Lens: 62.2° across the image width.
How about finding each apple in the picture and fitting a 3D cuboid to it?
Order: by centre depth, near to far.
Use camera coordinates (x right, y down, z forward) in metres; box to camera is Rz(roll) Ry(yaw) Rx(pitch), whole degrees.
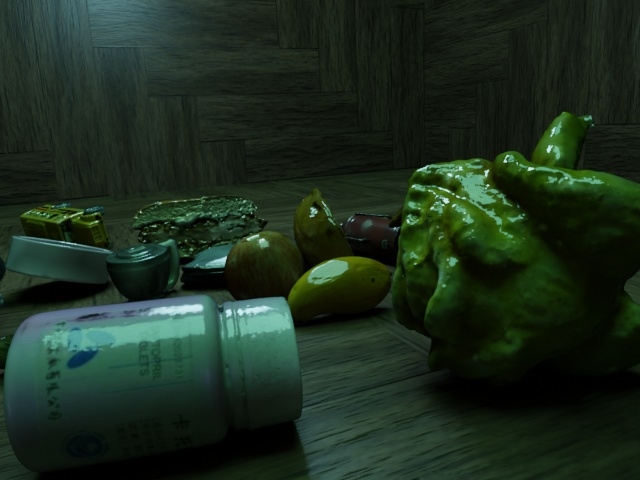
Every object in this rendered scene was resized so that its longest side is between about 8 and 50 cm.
[{"bbox_3d":[-0.098,0.051,0.933,0.146,0.131,0.146,-6,14,1],"label":"apple"}]

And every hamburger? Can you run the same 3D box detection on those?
[{"bbox_3d":[-0.309,-0.030,1.329,0.245,0.155,0.282,-2,5,40],"label":"hamburger"}]

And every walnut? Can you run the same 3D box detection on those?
[{"bbox_3d":[-0.002,0.000,0.987,0.087,0.167,0.211,-25,37,-1],"label":"walnut"}]

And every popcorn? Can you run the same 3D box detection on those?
[{"bbox_3d":[0.228,0.009,0.615,0.290,0.321,0.325,-6,-6,-16],"label":"popcorn"}]

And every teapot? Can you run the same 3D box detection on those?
[{"bbox_3d":[-0.332,0.062,0.998,0.111,0.108,0.149,-6,17,-3],"label":"teapot"}]

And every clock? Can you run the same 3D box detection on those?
[{"bbox_3d":[-0.531,0.040,1.092,0.197,0.068,0.197,10,-2,0],"label":"clock"}]

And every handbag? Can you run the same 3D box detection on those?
[{"bbox_3d":[-0.123,0.043,1.135,0.332,0.075,0.191,-6,9,1],"label":"handbag"}]

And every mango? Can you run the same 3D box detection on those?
[{"bbox_3d":[0.032,0.077,0.864,0.190,0.098,0.075,-13,6,-17],"label":"mango"}]

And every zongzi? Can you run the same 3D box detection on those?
[{"bbox_3d":[-0.372,0.155,0.732,0.104,0.052,0.113,12,4,25],"label":"zongzi"}]

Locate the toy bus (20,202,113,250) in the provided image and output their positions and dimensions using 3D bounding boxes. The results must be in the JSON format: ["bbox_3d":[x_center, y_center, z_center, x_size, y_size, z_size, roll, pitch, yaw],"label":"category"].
[{"bbox_3d":[-0.716,-0.031,1.492,0.335,0.121,0.123,8,25,41],"label":"toy bus"}]

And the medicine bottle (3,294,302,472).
[{"bbox_3d":[-0.152,0.132,0.526,0.254,0.152,0.152,-5,12,-11],"label":"medicine bottle"}]

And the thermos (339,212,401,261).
[{"bbox_3d":[0.119,-0.010,1.244,0.124,0.099,0.232,-14,18,-37],"label":"thermos"}]

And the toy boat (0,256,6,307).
[{"bbox_3d":[-0.580,0.092,0.861,0.133,0.145,0.332,18,6,-21],"label":"toy boat"}]

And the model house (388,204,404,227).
[{"bbox_3d":[0.246,-0.032,1.029,0.219,0.229,0.199,8,22,37],"label":"model house"}]
